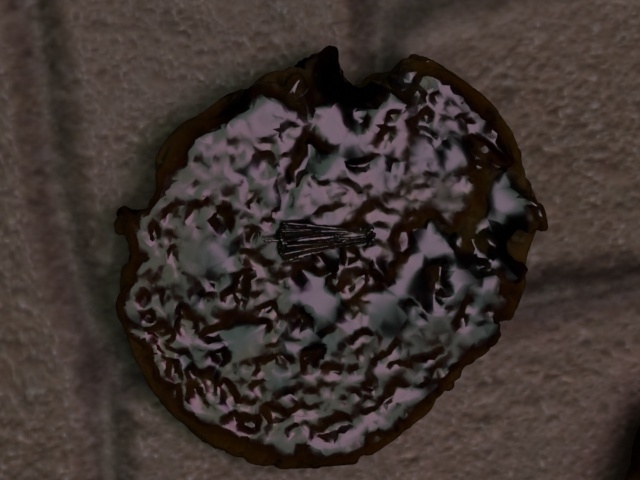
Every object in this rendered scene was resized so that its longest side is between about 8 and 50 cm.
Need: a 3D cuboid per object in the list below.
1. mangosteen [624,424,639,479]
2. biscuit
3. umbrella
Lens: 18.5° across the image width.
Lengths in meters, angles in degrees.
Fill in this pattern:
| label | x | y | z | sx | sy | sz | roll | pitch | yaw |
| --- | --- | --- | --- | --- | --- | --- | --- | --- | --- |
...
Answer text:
| label | x | y | z | sx | sy | sz | roll | pitch | yaw |
| --- | --- | --- | --- | --- | --- | --- | --- | --- | --- |
| mangosteen | 0.304 | 0.205 | 1.536 | 0.156 | 0.146 | 0.181 | 30 | 86 | -16 |
| biscuit | 0.003 | 0.009 | 1.490 | 0.334 | 0.081 | 0.289 | -37 | 100 | -5 |
| umbrella | 0.000 | 0.000 | 1.441 | 0.083 | 0.020 | 0.031 | -5 | 98 | -14 |
